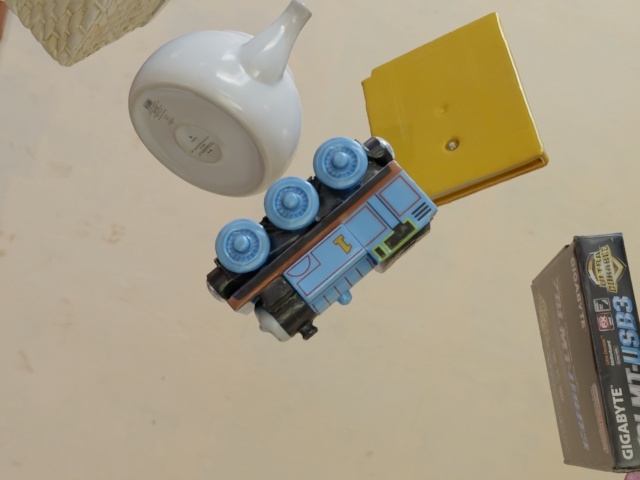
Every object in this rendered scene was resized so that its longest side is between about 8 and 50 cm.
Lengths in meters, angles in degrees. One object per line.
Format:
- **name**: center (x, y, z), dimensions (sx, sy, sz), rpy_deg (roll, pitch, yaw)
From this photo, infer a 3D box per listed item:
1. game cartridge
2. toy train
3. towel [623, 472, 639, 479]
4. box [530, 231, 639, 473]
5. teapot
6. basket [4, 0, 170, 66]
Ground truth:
- **game cartridge**: center (0.226, -0.223, 1.298), dimensions (0.053, 0.285, 0.323), rpy_deg (38, 38, -51)
- **toy train**: center (0.000, 0.000, 0.568), dimensions (0.184, 0.105, 0.080), rpy_deg (-41, 170, -5)
- **towel**: center (0.598, 0.261, 1.052), dimensions (0.237, 0.037, 0.329), rpy_deg (12, -105, 52)
- **box**: center (0.377, 0.166, 1.018), dimensions (0.293, 0.073, 0.295), rpy_deg (63, 20, -74)
- **teapot**: center (-0.126, -0.193, 1.002), dimensions (0.252, 0.256, 0.187), rpy_deg (72, 37, -49)
- **basket**: center (-0.386, -0.521, 1.177), dimensions (0.331, 0.328, 0.266), rpy_deg (-31, -164, 45)
